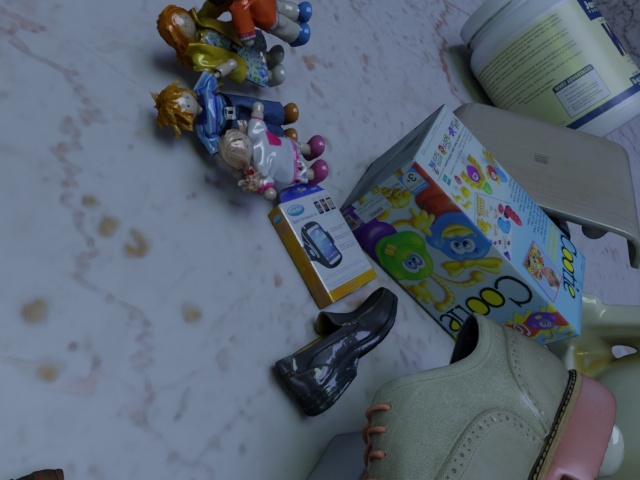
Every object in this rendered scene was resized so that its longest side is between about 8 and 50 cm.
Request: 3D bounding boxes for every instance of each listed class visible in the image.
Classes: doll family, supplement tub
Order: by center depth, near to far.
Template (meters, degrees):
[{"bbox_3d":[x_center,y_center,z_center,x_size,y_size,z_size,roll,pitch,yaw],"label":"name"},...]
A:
[{"bbox_3d":[-0.095,-0.160,0.510,0.163,0.118,0.263,0,81,-48],"label":"doll family"},{"bbox_3d":[0.446,-0.333,0.934,0.235,0.235,0.325,-28,85,-44],"label":"supplement tub"}]

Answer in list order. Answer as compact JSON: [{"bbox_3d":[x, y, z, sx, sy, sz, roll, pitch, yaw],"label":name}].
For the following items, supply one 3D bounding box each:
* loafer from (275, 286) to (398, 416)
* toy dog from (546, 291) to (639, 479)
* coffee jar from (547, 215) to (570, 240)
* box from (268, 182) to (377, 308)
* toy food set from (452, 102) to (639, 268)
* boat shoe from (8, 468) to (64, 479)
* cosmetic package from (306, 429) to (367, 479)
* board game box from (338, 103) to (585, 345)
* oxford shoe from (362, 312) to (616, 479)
[{"bbox_3d":[0.023,0.093,0.481,0.061,0.062,0.170,47,45,0],"label":"loafer"},{"bbox_3d":[0.377,0.297,0.538,0.408,0.284,0.395,-59,142,-44],"label":"toy dog"},{"bbox_3d":[0.353,-0.067,0.807,0.079,0.096,0.184,29,50,-26],"label":"coffee jar"},{"bbox_3d":[0.000,0.000,0.537,0.081,0.028,0.136,-23,79,-44],"label":"box"},{"bbox_3d":[0.313,-0.087,0.720,0.306,0.092,0.220,20,48,10],"label":"toy food set"},{"bbox_3d":[-0.146,0.219,0.271,0.060,0.064,0.178,-19,76,-41],"label":"boat shoe"},{"bbox_3d":[0.013,0.269,0.356,0.117,0.085,0.231,49,47,-5],"label":"cosmetic package"},{"bbox_3d":[0.179,-0.002,0.599,0.275,0.142,0.144,44,46,-10],"label":"board game box"},{"bbox_3d":[0.066,0.186,0.325,0.146,0.140,0.397,41,40,20],"label":"oxford shoe"}]
